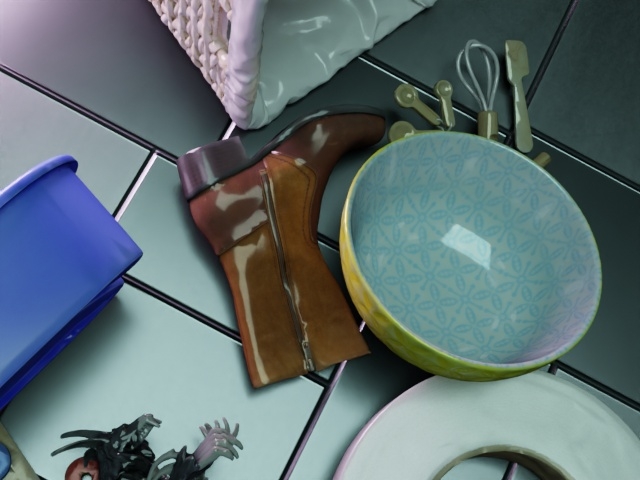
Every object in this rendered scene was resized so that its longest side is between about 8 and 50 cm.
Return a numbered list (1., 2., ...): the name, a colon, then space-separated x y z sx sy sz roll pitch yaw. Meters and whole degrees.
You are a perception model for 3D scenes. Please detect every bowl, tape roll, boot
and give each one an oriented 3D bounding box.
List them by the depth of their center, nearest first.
1. tape roll: 0.194 0.331 1.188 0.392 0.072 0.392 2 74 -8
2. bowl: 0.143 0.039 1.209 0.289 0.156 0.289 8 59 -14
3. boot: 0.000 0.000 1.248 0.264 0.096 0.280 -19 84 -28

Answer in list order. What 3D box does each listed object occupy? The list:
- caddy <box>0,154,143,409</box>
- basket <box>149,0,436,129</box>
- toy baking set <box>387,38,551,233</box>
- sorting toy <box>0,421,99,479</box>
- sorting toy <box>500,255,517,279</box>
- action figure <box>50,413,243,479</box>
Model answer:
1. caddy: -0.340 0.059 1.084 0.179 0.241 0.341 45 63 -3
2. basket: -0.031 -0.357 1.227 0.331 0.328 0.266 -38 79 -17
3. toy baking set: 0.192 -0.133 1.327 0.256 0.030 0.197 -34 97 -23
4. sorting toy: -0.361 0.276 1.123 0.274 0.046 0.132 -34 82 -17
5. sorting toy: 0.256 0.039 1.311 0.102 0.042 0.061 21 86 -16
6. action figure: -0.127 0.245 1.120 0.275 0.164 0.141 35 90 -8
